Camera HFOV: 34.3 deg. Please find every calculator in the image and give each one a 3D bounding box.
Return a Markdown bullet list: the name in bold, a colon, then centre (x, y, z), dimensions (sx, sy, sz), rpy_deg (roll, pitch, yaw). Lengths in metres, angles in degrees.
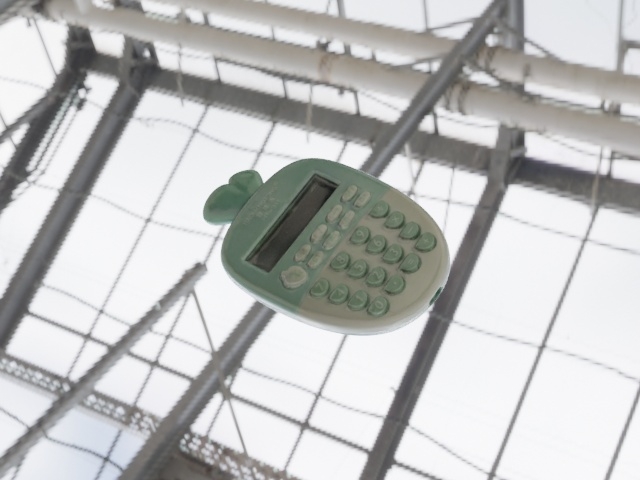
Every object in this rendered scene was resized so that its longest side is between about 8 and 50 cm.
- **calculator**: centre (0.000, 0.000, 0.568), dimensions (0.153, 0.021, 0.095), rpy_deg (24, -114, 32)
